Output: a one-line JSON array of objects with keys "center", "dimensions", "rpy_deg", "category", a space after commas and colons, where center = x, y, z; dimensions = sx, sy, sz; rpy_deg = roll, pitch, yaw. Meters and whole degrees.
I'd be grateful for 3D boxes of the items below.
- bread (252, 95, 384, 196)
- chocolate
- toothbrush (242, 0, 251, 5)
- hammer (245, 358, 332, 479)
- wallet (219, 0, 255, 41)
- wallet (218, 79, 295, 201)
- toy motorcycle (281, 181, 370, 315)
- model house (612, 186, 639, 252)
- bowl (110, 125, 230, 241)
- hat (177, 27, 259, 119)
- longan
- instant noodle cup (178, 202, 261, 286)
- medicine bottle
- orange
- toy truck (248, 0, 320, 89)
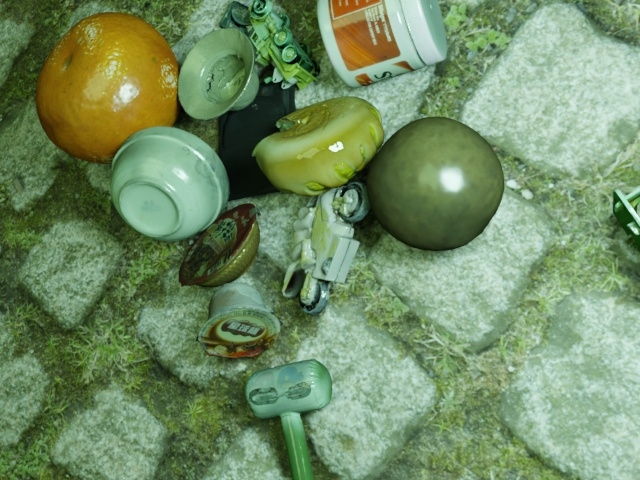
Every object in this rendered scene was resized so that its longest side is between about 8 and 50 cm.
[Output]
[{"center": [0.009, -0.216, 1.627], "dimensions": [0.333, 0.333, 0.160], "rpy_deg": [-11, 119, 23], "category": "bread"}, {"center": [-0.206, 0.186, 1.720], "dimensions": [0.221, 0.221, 0.147], "rpy_deg": [-35, 40, 15], "category": "chocolate"}, {"center": [-0.211, -0.670, 1.970], "dimensions": [0.131, 0.013, 0.011], "rpy_deg": [-28, 71, 17], "category": "toothbrush"}, {"center": [-0.052, 0.453, 1.614], "dimensions": [0.206, 0.119, 0.336], "rpy_deg": [-16, 80, 23], "category": "hammer"}, {"center": [-0.218, -0.609, 1.946], "dimensions": [0.129, 0.026, 0.088], "rpy_deg": [34, 96, 20], "category": "wallet"}, {"center": [-0.168, -0.270, 1.851], "dimensions": [0.247, 0.041, 0.323], "rpy_deg": [-9, 75, 26], "category": "wallet"}, {"center": [0.000, 0.000, 1.662], "dimensions": [0.223, 0.107, 0.341], "rpy_deg": [35, 108, 49], "category": "toy motorcycle"}, {"center": [0.727, -0.041, 1.211], "dimensions": [0.323, 0.340, 0.300], "rpy_deg": [-32, 69, 12], "category": "model house"}, {"center": [-0.399, -0.120, 1.770], "dimensions": [0.307, 0.307, 0.163], "rpy_deg": [-13, 32, 23], "category": "bowl"}, {"center": [-0.240, -0.415, 1.836], "dimensions": [0.257, 0.130, 0.257], "rpy_deg": [-9, 73, 31], "category": "hat"}, {"center": [0.242, -0.123, 1.500], "dimensions": [0.297, 0.297, 0.297], "rpy_deg": [-5, 77, 25], "category": "longan"}, {"center": [-0.232, 0.033, 1.757], "dimensions": [0.274, 0.091, 0.274], "rpy_deg": [-34, 27, 20], "category": "instant noodle cup"}, {"center": [0.145, -0.506, 1.630], "dimensions": [0.240, 0.252, 0.253], "rpy_deg": [-13, 74, 24], "category": "medicine bottle"}, {"center": [-0.566, -0.406, 1.910], "dimensions": [0.423, 0.326, 0.424], "rpy_deg": [-18, 59, 32], "category": "orange"}, {"center": [-0.119, -0.506, 1.829], "dimensions": [0.135, 0.128, 0.260], "rpy_deg": [-34, 67, 20], "category": "toy truck"}]
